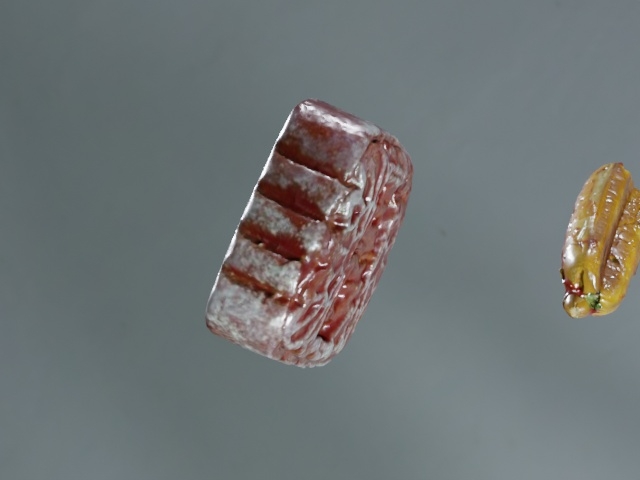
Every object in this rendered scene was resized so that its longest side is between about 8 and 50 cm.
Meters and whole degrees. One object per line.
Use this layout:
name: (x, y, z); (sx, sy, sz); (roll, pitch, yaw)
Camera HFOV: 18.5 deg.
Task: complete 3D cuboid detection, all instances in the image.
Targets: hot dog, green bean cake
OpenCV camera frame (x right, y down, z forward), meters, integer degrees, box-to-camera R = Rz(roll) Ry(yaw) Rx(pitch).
hot dog: (0.180, 0.002, 1.262); (0.038, 0.062, 0.144); (-20, 24, 30)
green bean cake: (0.000, 0.000, 1.048); (0.056, 0.136, 0.135); (26, 91, 16)
